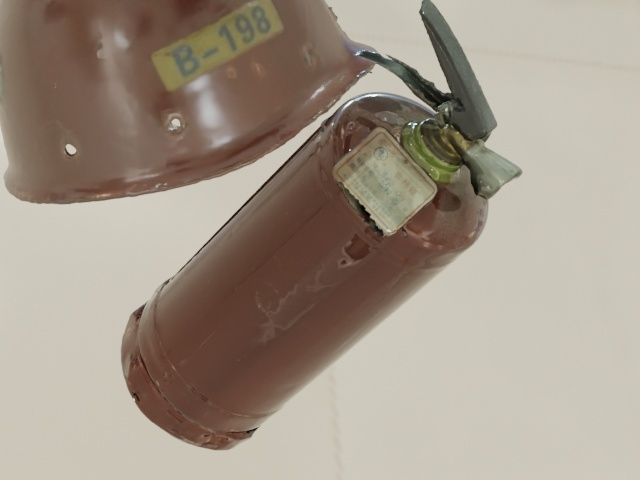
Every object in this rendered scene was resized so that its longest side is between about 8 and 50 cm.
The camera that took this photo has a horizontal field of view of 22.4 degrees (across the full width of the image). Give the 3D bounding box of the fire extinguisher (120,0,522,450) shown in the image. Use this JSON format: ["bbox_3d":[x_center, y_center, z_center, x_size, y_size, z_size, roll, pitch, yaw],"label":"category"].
[{"bbox_3d":[0.000,0.000,0.804,0.105,0.269,0.105,23,45,-25],"label":"fire extinguisher"}]

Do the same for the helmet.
[{"bbox_3d":[-0.149,-0.207,1.495,0.385,0.337,0.230,-29,114,-22],"label":"helmet"}]
